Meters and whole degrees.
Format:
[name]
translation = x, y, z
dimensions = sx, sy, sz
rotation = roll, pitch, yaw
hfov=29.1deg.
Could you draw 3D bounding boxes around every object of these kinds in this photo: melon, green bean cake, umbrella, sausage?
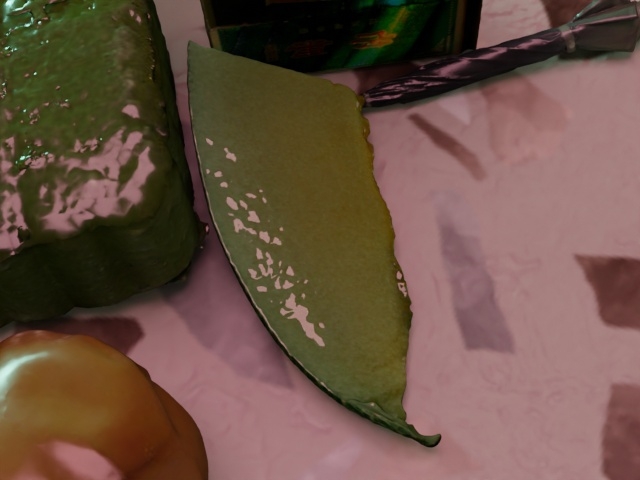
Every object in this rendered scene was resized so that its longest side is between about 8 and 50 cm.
[melon]
translation = 0.000, 0.000, 0.679
dimensions = 0.114, 0.053, 0.261
rotation = -16, 66, -16
[green bean cake]
translation = -0.176, -0.059, 0.680
dimensions = 0.200, 0.113, 0.214
rotation = -13, 61, 0
[umbrella]
translation = 0.128, -0.122, 0.735
dimensions = 0.269, 0.044, 0.044
rotation = -14, 17, -3
[sausage]
translation = -0.152, 0.155, 0.558
dimensions = 0.136, 0.120, 0.241
rotation = 17, 63, 29

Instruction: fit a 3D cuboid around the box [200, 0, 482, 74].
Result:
[box]
translation = 0.006, -0.173, 0.655
dimensions = 0.159, 0.240, 0.071
rotation = -10, 69, 0
